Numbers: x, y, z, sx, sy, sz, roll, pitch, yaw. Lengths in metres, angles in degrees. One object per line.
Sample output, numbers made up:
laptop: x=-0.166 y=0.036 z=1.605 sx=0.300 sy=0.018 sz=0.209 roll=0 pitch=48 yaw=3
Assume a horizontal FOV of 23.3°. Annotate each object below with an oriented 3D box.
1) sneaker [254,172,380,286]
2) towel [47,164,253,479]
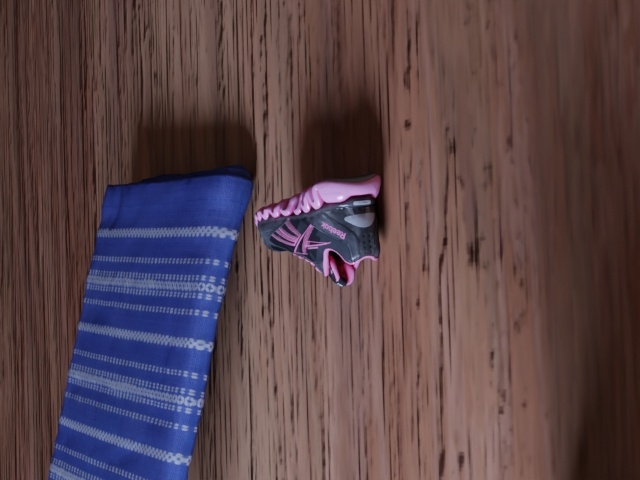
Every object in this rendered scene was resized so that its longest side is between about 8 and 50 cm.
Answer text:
sneaker: x=0.000 y=0.000 z=0.865 sx=0.119 sy=0.047 sz=0.057 roll=-23 pitch=81 yaw=66
towel: x=-0.127 y=0.114 z=1.077 sx=0.243 sy=0.040 sz=0.336 roll=-2 pitch=76 yaw=64
